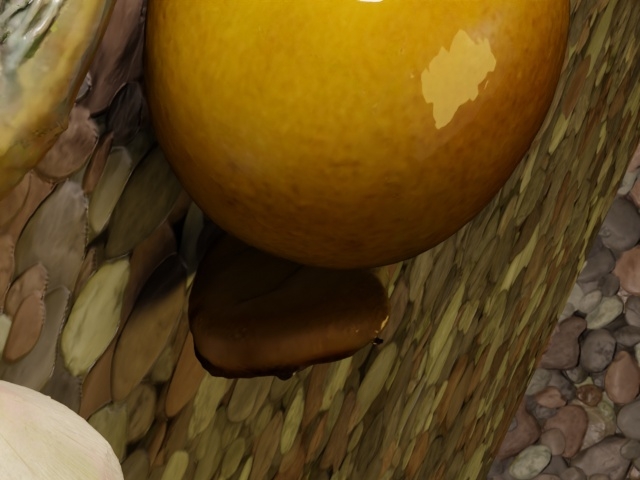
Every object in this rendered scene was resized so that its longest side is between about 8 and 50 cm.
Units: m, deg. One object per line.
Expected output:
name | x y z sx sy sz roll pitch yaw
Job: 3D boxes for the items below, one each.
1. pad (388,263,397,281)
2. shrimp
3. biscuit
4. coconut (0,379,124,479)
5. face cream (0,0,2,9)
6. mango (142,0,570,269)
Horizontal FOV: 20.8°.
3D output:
pad | 0.059 -0.043 1.559 0.286 0.018 0.284 -65 165 -4
shrimp | -0.144 -0.109 0.737 0.173 0.058 0.253 5 109 -65
biscuit | -0.004 0.000 1.176 0.299 0.154 0.045 -66 143 -59
coconut | -0.168 0.136 0.780 0.171 0.171 0.183 -46 144 -53
face cream | -0.185 -0.079 0.447 0.177 0.153 0.177 -57 160 -34
mango | 0.024 -0.108 0.996 0.378 0.221 0.264 74 37 -82
